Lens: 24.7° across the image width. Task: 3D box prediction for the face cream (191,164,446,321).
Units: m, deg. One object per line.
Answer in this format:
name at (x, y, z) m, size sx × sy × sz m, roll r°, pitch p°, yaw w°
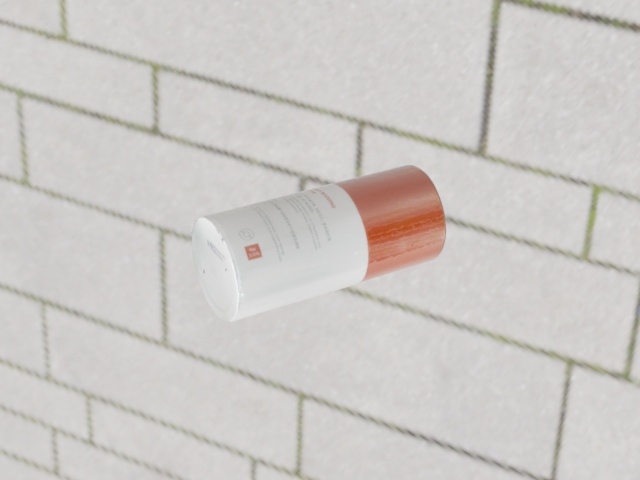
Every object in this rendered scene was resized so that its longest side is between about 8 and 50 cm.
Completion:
face cream at (0.000, 0.000, 1.315) m, size 0.096 × 0.214 × 0.096 m, roll 43°, pitch 141°, yaw 49°
